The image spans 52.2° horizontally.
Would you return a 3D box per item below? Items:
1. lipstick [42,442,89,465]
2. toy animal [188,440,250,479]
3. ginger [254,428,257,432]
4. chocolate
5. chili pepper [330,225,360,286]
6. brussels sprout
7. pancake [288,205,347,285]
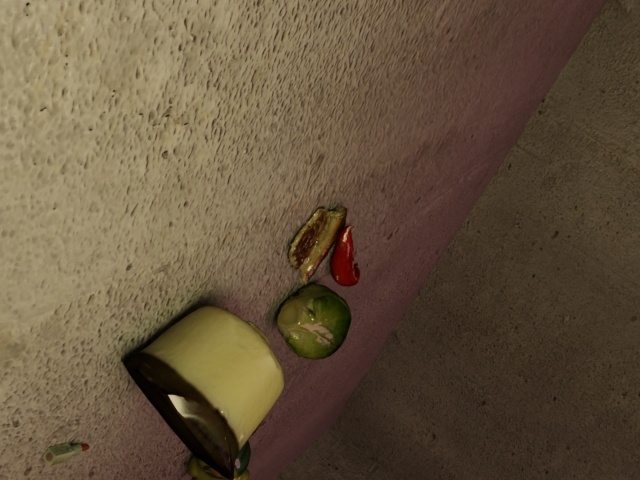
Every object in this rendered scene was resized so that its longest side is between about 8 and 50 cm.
[{"bbox_3d":[-0.556,0.467,1.446,0.030,0.030,0.129,-53,161,5],"label":"lipstick"},{"bbox_3d":[-0.345,0.769,2.284,0.191,0.215,0.338,-71,177,-46],"label":"toy animal"},{"bbox_3d":[-0.249,0.446,1.838,0.269,0.223,0.200,-52,154,19],"label":"ginger"},{"bbox_3d":[-0.229,0.296,1.442,0.297,0.314,0.326,-42,-163,-20],"label":"chocolate"},{"bbox_3d":[0.091,0.079,2.126,0.137,0.091,0.368,-57,166,-15],"label":"chili pepper"},{"bbox_3d":[-0.027,0.251,2.014,0.271,0.210,0.220,22,102,-54],"label":"brussels sprout"},{"bbox_3d":[-0.001,0.000,1.803,0.212,0.056,0.257,-45,161,-18],"label":"pancake"}]
